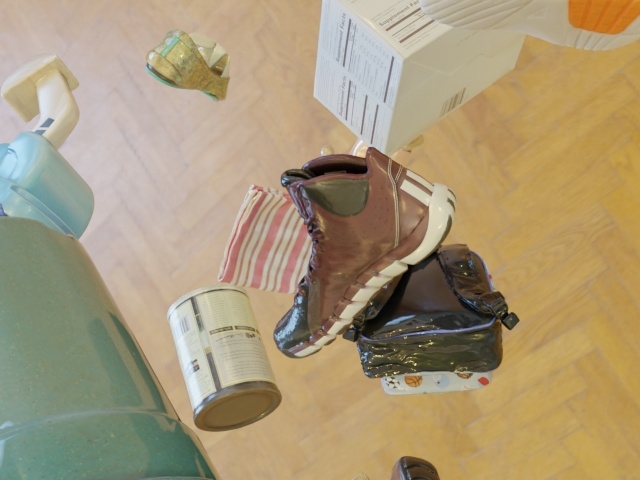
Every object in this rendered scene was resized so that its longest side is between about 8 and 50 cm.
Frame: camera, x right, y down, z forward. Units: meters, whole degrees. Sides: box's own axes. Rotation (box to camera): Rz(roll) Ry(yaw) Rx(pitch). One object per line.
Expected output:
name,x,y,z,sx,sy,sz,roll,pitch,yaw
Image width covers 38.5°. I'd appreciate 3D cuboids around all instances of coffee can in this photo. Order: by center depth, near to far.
coffee can,-0.222,0.267,2.092,0.201,0.201,0.275,-40,54,29

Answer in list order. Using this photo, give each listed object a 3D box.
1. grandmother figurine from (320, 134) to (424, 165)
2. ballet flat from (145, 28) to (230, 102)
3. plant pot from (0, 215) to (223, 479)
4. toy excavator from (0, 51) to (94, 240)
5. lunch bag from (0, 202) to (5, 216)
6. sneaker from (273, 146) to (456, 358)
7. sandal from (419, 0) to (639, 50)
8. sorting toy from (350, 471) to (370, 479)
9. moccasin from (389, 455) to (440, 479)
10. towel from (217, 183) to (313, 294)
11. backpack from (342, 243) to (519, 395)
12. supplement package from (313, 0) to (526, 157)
grandmother figurine,0.081,-0.115,1.901,0.208,0.104,0.342,47,131,9
ballet flat,-0.236,-0.344,1.794,0.123,0.348,0.123,0,93,10
plant pot,-0.284,0.178,0.848,0.341,0.341,0.334,-49,54,28
toy excavator,-0.505,-0.120,1.589,0.433,0.445,0.222,21,153,41
lunch bag,-0.429,0.030,1.018,0.151,0.129,0.096,-58,44,24
sneaker,0.000,0.000,0.990,0.162,0.106,0.281,36,119,-16
sandal,0.215,-0.242,0.859,0.102,0.265,0.076,145,125,-62
sorting toy,0.070,0.674,1.975,0.257,0.089,0.255,-38,85,-2
moccasin,0.190,0.575,1.744,0.139,0.380,0.147,13,112,-19
towel,-0.044,0.009,1.295,0.029,0.197,0.144,30,102,48
backpack,0.189,0.126,1.563,0.277,0.263,0.213,-2,126,8
supplement package,0.138,-0.270,1.190,0.145,0.262,0.204,46,156,20
